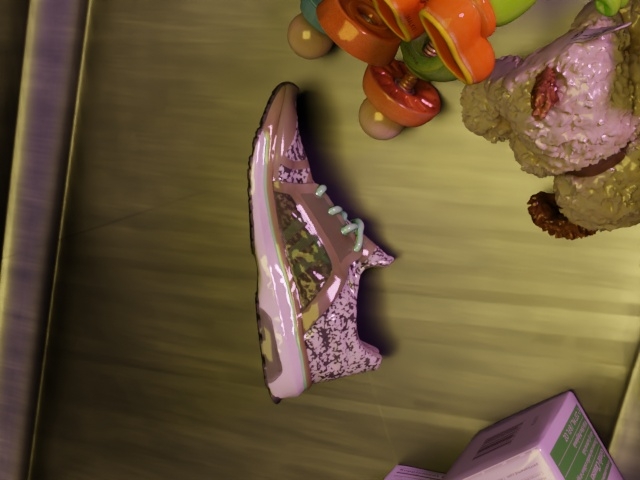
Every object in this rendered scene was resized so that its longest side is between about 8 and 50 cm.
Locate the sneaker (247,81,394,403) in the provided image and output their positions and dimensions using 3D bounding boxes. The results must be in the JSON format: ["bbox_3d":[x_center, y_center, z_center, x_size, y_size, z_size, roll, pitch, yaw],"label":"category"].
[{"bbox_3d":[0.000,0.000,1.210,0.182,0.158,0.410,-5,97,-5],"label":"sneaker"}]

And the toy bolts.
[{"bbox_3d":[0.030,-0.231,1.100,0.158,0.218,0.228,-50,59,35],"label":"toy bolts"}]

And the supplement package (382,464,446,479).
[{"bbox_3d":[0.112,0.392,1.144,0.133,0.244,0.139,5,101,24],"label":"supplement package"}]

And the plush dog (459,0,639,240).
[{"bbox_3d":[0.297,-0.112,1.002,0.262,0.210,0.225,-31,110,27],"label":"plush dog"}]

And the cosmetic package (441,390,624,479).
[{"bbox_3d":[0.302,0.389,1.080,0.155,0.197,0.365,-33,87,26],"label":"cosmetic package"}]

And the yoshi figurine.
[{"bbox_3d":[0.230,-0.320,0.945,0.203,0.203,0.362,44,91,-11],"label":"yoshi figurine"}]
